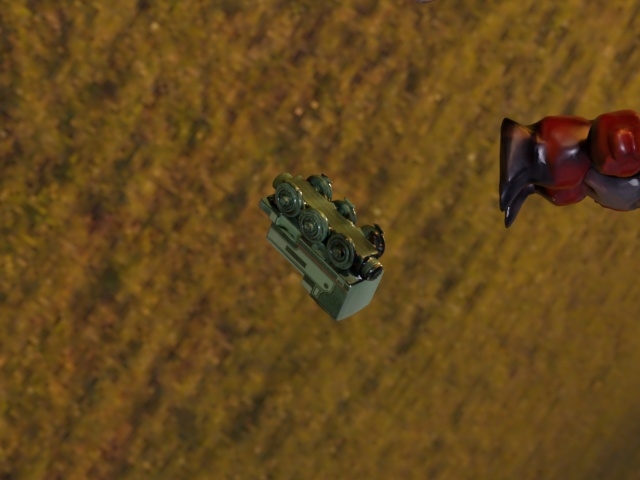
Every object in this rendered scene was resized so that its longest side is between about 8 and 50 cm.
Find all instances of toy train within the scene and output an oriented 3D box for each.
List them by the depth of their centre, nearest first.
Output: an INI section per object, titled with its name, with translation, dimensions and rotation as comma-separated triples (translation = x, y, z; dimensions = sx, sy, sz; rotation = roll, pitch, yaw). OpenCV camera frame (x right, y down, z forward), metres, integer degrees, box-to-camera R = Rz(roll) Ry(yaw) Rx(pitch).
[toy train]
translation = 0.000, 0.000, 0.901
dimensions = 0.033, 0.083, 0.053
rotation = -23, 147, -42

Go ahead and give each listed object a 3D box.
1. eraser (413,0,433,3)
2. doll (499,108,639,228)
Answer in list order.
[eraser]
translation = -0.017, -0.236, 0.410
dimensions = 0.078, 0.343, 0.144
rotation = -26, 153, 33
[doll]
translation = 0.128, -0.016, 0.384
dimensions = 0.109, 0.169, 0.057
rotation = 54, 45, -74
